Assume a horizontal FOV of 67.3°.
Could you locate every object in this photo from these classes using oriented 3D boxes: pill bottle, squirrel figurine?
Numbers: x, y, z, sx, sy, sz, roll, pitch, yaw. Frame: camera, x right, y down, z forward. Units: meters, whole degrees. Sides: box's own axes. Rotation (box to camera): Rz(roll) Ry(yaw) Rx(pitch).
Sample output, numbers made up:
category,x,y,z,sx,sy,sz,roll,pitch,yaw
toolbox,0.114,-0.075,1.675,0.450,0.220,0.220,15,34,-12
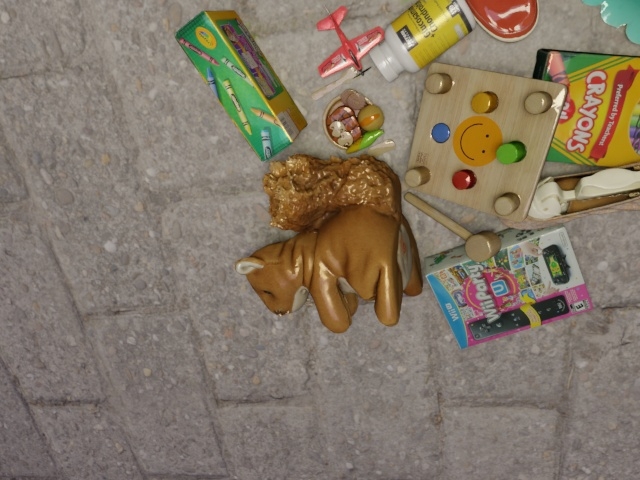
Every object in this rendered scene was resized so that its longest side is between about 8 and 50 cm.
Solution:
category,x,y,z,sx,sy,sz,roll,pitch,yaw
pill bottle,0.186,-0.382,0.898,0.184,0.103,0.103,-33,106,22
squirrel figurine,0.000,0.000,1.063,0.370,0.281,0.398,-6,103,24

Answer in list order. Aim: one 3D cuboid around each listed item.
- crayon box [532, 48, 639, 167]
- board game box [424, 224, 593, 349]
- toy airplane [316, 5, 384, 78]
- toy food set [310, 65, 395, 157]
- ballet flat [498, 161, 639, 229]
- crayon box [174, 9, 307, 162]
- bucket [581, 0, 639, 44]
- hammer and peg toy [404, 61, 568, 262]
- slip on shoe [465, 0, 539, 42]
category,x,y,z,sx,sy,sz,roll,pitch,yaw
crayon box,0.562,-0.245,0.913,0.318,0.081,0.203,6,116,6
board game box,0.422,0.098,1.096,0.303,0.098,0.224,-22,110,20
toy airplane,0.046,-0.395,0.958,0.151,0.028,0.151,2,112,4
toy food set,0.067,-0.251,1.019,0.132,0.039,0.192,-26,109,20
ballet flat,0.496,-0.095,0.941,0.315,0.106,0.108,-13,69,35
crayon box,-0.145,-0.310,0.956,0.081,0.165,0.279,-29,107,21
bucket,0.528,-0.432,0.727,0.281,0.281,0.183,38,114,-9
hammer and peg toy,0.284,-0.140,0.934,0.265,0.127,0.362,23,117,29
slip on shoe,0.287,-0.499,0.827,0.122,0.101,0.332,-23,111,17
